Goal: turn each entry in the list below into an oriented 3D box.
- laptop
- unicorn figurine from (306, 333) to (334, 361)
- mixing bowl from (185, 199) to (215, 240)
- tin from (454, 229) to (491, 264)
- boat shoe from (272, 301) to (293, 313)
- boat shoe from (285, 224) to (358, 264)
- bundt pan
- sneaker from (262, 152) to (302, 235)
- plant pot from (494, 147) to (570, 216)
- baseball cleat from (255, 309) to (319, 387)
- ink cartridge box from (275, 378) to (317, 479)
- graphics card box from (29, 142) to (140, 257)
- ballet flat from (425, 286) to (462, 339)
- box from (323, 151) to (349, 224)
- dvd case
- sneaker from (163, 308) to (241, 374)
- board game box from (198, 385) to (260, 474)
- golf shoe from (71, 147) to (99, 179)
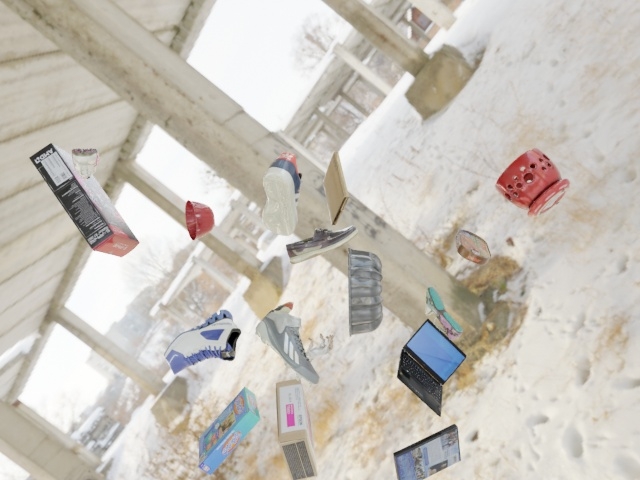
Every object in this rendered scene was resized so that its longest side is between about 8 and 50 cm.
[{"bbox_3d":[0.429,0.479,1.967,0.137,0.234,0.264,-42,9,29],"label":"laptop"},{"bbox_3d":[-0.023,0.392,1.844,0.060,0.162,0.111,-118,28,-57],"label":"unicorn figurine"},{"bbox_3d":[-0.527,-0.095,2.288,0.098,0.181,0.181,-10,-19,-27],"label":"mixing bowl"},{"bbox_3d":[0.489,0.022,1.667,0.189,0.106,0.040,-65,-6,-65],"label":"tin"},{"bbox_3d":[-0.158,0.285,2.120,0.137,0.049,0.043,-31,22,45],"label":"boat shoe"},{"bbox_3d":[0.000,0.000,1.924,0.286,0.092,0.103,-24,7,15],"label":"boat shoe"},{"bbox_3d":[0.164,0.188,1.889,0.331,0.124,0.330,0,-90,-86],"label":"bundt pan"},{"bbox_3d":[-0.119,-0.156,1.777,0.350,0.131,0.148,101,-172,-55],"label":"sneaker"},{"bbox_3d":[0.712,-0.185,1.730,0.191,0.174,0.191,-29,-26,-16],"label":"plant pot"},{"bbox_3d":[-0.062,0.245,1.225,0.109,0.206,0.072,-49,-18,-6],"label":"baseball cleat"},{"bbox_3d":[-0.075,0.583,1.605,0.088,0.193,0.234,-11,32,0],"label":"ink cartridge box"},{"bbox_3d":[-0.765,-0.124,1.700,0.094,0.370,0.233,-37,-6,-4],"label":"graphics card box"},{"bbox_3d":[0.451,0.283,1.974,0.077,0.221,0.079,-1,-38,-50],"label":"ballet flat"},{"bbox_3d":[0.051,-0.180,1.807,0.164,0.021,0.201,113,151,-54],"label":"box"},{"bbox_3d":[0.379,0.762,1.822,0.253,0.180,0.022,-19,27,-14],"label":"dvd case"},{"bbox_3d":[-0.431,0.410,1.994,0.316,0.182,0.127,-37,-43,-23],"label":"sneaker"},{"bbox_3d":[-0.267,0.546,1.502,0.210,0.047,0.160,-48,16,-1],"label":"board game box"},{"bbox_3d":[-0.650,-0.213,1.441,0.186,0.068,0.085,-171,78,-69],"label":"golf shoe"}]
